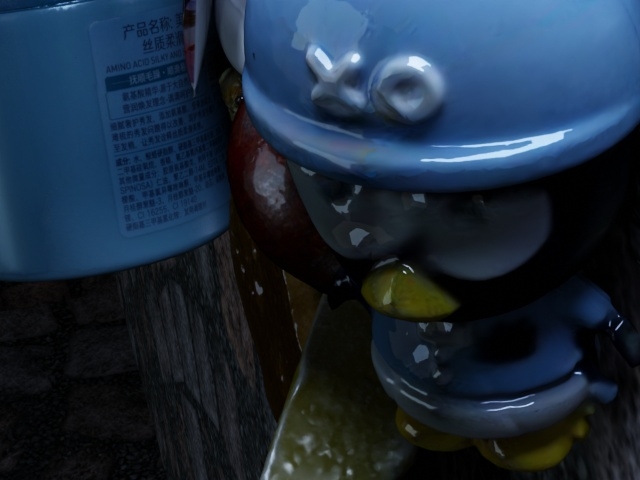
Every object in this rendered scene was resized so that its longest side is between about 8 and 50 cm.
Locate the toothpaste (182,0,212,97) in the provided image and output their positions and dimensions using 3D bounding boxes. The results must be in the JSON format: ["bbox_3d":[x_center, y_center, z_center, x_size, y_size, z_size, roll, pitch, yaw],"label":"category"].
[{"bbox_3d":[-0.105,-0.259,1.326,0.096,0.061,0.266,-97,15,-46],"label":"toothpaste"}]

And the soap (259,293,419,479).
[{"bbox_3d":[0.006,0.182,1.008,0.315,0.091,0.199,101,-171,-60],"label":"soap"}]

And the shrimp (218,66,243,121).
[{"bbox_3d":[-0.063,-0.120,1.390,0.190,0.042,0.101,-179,67,-84],"label":"shrimp"}]

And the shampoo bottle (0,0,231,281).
[{"bbox_3d":[-0.267,-0.161,1.623,0.331,0.331,0.343,-136,36,-70],"label":"shampoo bottle"}]

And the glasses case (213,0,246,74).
[{"bbox_3d":[-0.073,-0.201,1.352,0.164,0.041,0.063,-116,23,-61],"label":"glasses case"}]

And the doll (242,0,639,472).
[{"bbox_3d":[0.057,-0.032,0.631,0.141,0.177,0.314,-51,-40,-42],"label":"doll"}]

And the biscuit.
[{"bbox_3d":[-0.032,0.057,1.368,0.273,0.049,0.257,125,131,-76],"label":"biscuit"}]

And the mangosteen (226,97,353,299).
[{"bbox_3d":[0.028,-0.045,0.771,0.156,0.146,0.181,47,164,-12],"label":"mangosteen"}]
